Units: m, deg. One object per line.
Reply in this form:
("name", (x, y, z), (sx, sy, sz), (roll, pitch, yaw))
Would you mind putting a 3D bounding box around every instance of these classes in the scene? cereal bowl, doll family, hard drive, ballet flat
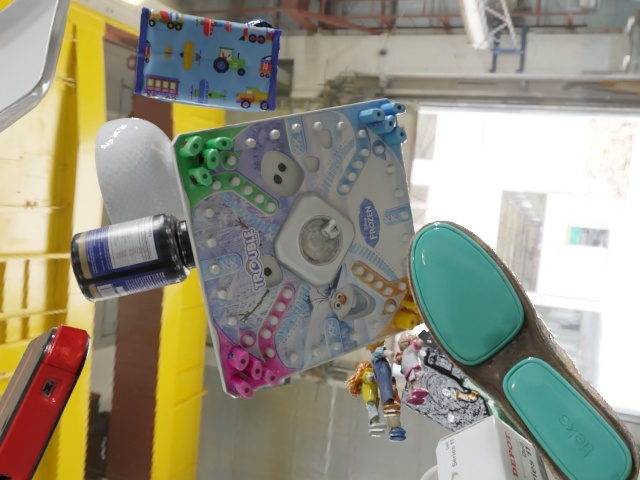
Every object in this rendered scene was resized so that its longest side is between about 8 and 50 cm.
("cereal bowl", (-0.373, -0.122, 1.538), (0.339, 0.141, 0.339), (-15, -90, -84))
("doll family", (0.118, 0.270, 1.308), (0.263, 0.118, 0.163), (104, 163, -48))
("hard drive", (0.377, 0.393, 1.707), (0.064, 0.339, 0.237), (-34, -41, -45))
("ballet flat", (0.195, 0.118, 0.690), (0.316, 0.107, 0.106), (59, -166, 22))

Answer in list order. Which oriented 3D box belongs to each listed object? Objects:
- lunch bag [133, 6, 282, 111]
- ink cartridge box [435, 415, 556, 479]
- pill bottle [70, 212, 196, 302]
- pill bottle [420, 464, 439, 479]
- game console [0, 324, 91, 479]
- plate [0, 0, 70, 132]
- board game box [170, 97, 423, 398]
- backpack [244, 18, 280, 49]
("lunch bag", (-0.203, -0.292, 1.185), (0.293, 0.221, 0.138), (-158, 73, -76))
("ink cartridge box", (0.233, 0.318, 0.759), (0.208, 0.087, 0.153), (38, -149, -24))
("pill bottle", (-0.294, 0.023, 1.134), (0.123, 0.219, 0.122), (167, 90, -86))
("pill bottle", (0.322, 0.615, 1.532), (0.278, 0.162, 0.162), (56, -136, -53))
("game console", (-0.449, 0.309, 0.945), (0.060, 0.342, 0.386), (29, -115, -20))
("plate", (-0.452, -0.237, 0.956), (0.045, 0.278, 0.277), (39, -145, -44))
("board game box", (0.000, 0.000, 1.031), (0.390, 0.050, 0.390), (-16, -79, -30))
("backpack", (-0.162, -0.460, 1.558), (0.101, 0.120, 0.098), (51, 169, 54))
